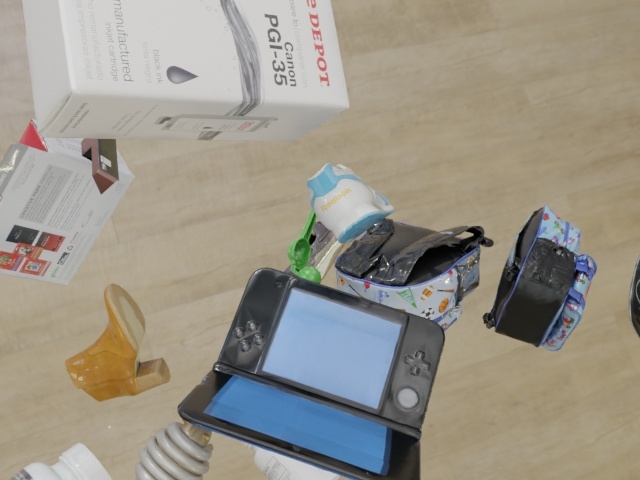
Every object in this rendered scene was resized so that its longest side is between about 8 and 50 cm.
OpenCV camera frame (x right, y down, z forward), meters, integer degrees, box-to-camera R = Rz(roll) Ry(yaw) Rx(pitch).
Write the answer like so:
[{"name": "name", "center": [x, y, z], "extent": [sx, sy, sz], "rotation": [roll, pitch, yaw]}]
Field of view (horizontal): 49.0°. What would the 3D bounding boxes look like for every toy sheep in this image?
[{"name": "toy sheep", "center": [-0.176, 0.266, 0.839], "extent": [0.091, 0.091, 0.132], "rotation": [36, 81, -5]}]

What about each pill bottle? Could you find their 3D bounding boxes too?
[{"name": "pill bottle", "center": [-0.072, 0.477, 1.559], "extent": [0.229, 0.131, 0.131], "rotation": [40, 67, 18]}, {"name": "pill bottle", "center": [-0.542, 0.523, 1.284], "extent": [0.318, 0.176, 0.176], "rotation": [-37, 88, -32]}]

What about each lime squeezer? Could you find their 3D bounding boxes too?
[{"name": "lime squeezer", "center": [-0.007, 0.043, 1.372], "extent": [0.110, 0.059, 0.310], "rotation": [-20, 54, 9]}]

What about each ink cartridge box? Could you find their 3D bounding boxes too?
[{"name": "ink cartridge box", "center": [-0.126, -0.211, 0.676], "extent": [0.283, 0.117, 0.207], "rotation": [-5, 82, -36]}, {"name": "ink cartridge box", "center": [-0.592, -0.079, 1.460], "extent": [0.272, 0.309, 0.130], "rotation": [18, 25, -49]}]

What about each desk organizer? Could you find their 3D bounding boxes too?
[{"name": "desk organizer", "center": [-0.419, -0.153, 1.329], "extent": [0.047, 0.050, 0.130], "rotation": [34, 28, -43]}]

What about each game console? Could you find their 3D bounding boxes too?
[{"name": "game console", "center": [0.007, 0.162, 0.893], "extent": [0.293, 0.173, 0.250], "rotation": [18, 69, 5]}]

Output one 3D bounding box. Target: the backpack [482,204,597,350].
[{"name": "backpack", "center": [0.318, 0.046, 0.993], "extent": [0.117, 0.158, 0.173], "rotation": [21, 54, 13]}]

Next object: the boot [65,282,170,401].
[{"name": "boot", "center": [-0.493, 0.246, 1.596], "extent": [0.211, 0.104, 0.295], "rotation": [-15, 117, 11]}]

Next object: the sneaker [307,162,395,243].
[{"name": "sneaker", "center": [0.039, -0.053, 0.944], "extent": [0.087, 0.228, 0.092], "rotation": [-36, 84, 5]}]

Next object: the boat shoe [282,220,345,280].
[{"name": "boat shoe", "center": [0.000, 0.000, 1.589], "extent": [0.092, 0.103, 0.285], "rotation": [35, 62, -10]}]

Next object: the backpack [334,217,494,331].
[{"name": "backpack", "center": [0.154, 0.077, 1.354], "extent": [0.263, 0.276, 0.213], "rotation": [-22, 114, -49]}]

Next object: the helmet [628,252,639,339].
[{"name": "helmet", "center": [0.377, 0.051, 0.613], "extent": [0.169, 0.161, 0.169], "rotation": [-14, 115, -33]}]
